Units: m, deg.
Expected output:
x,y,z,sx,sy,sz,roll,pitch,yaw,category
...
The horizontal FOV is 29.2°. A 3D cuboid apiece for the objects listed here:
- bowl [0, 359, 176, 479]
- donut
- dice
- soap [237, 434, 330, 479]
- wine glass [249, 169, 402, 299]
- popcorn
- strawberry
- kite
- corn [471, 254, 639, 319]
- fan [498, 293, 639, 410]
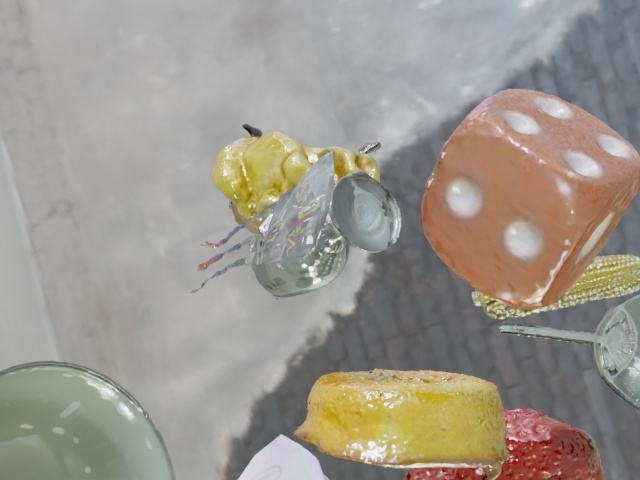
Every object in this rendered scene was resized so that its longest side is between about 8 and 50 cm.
x,y,z,sx,sy,sz,roll,pitch,yaw,category
-0.341,0.314,1.408,0.337,0.157,0.337,14,-111,-40,bowl
0.097,0.213,1.424,0.253,0.253,0.118,-14,-76,-84,donut
0.220,-0.048,1.306,0.179,0.175,0.174,40,-143,18,dice
-0.052,0.444,1.858,0.115,0.208,0.347,50,-175,-20,soap
0.000,0.000,1.742,0.241,0.126,0.126,-33,68,52,wine glass
-0.025,-0.075,2.261,0.297,0.315,0.281,26,-115,-60,popcorn
0.267,0.346,1.723,0.257,0.276,0.257,39,-145,-34,strawberry
-0.066,-0.008,1.391,0.015,0.245,0.141,37,-133,-27,kite
0.436,0.081,2.243,0.097,0.319,0.097,-10,-90,-85,corn
0.390,0.106,1.425,0.294,0.223,0.012,29,143,36,fan
